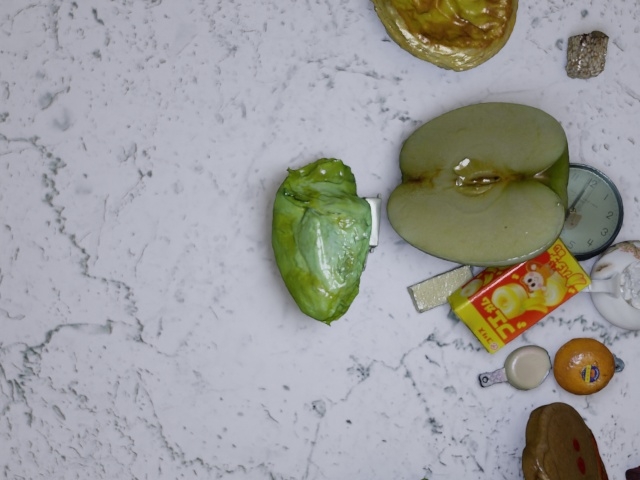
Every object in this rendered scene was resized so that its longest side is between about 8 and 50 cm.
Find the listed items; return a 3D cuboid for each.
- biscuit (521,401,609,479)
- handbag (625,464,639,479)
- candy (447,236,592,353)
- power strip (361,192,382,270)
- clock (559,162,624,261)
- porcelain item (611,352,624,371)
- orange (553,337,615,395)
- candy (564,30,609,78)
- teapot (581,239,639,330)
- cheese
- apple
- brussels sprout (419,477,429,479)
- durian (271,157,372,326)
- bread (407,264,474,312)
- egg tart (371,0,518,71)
[{"bbox_3d":[0.534,0.533,1.733,0.074,0.359,0.381,-23,70,35],"label":"biscuit"},{"bbox_3d":[0.779,0.599,1.834,0.135,0.146,0.225,-11,88,-13],"label":"handbag"},{"bbox_3d":[0.431,0.107,1.796,0.276,0.088,0.146,-40,106,10],"label":"candy"},{"bbox_3d":[0.104,-0.017,1.818,0.042,0.075,0.175,5,86,-8],"label":"power strip"},{"bbox_3d":[0.572,-0.066,1.866,0.226,0.049,0.226,-1,77,4],"label":"clock"},{"bbox_3d":[0.665,0.273,1.895,0.083,0.028,0.036,42,100,-4],"label":"porcelain item"},{"bbox_3d":[0.586,0.281,1.841,0.136,0.117,0.135,0,94,1],"label":"orange"},{"bbox_3d":[0.610,-0.428,1.896,0.095,0.085,0.110,0,97,-13],"label":"candy"},{"bbox_3d":[0.701,0.102,1.852,0.298,0.139,0.204,-6,90,-8],"label":"teapot"},{"bbox_3d":[0.442,0.299,1.856,0.171,0.047,0.092,-33,89,-8],"label":"cheese"},{"bbox_3d":[0.334,-0.116,1.735,0.360,0.320,0.311,1,110,22],"label":"apple"},{"bbox_3d":[0.243,0.703,1.668,0.425,0.342,0.361,14,89,-4],"label":"brussels sprout"},{"bbox_3d":[0.000,0.000,1.724,0.204,0.256,0.339,7,101,-20],"label":"durian"},{"bbox_3d":[0.277,0.108,1.856,0.154,0.028,0.068,-21,91,-8],"label":"bread"},{"bbox_3d":[0.272,-0.533,1.835,0.341,0.132,0.341,0,87,-8],"label":"egg tart"}]
